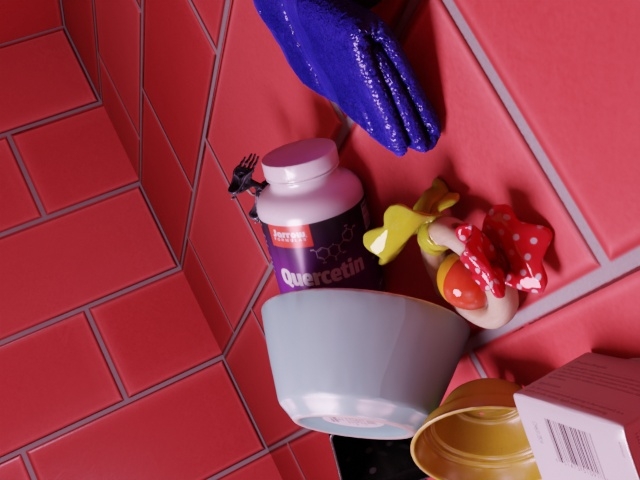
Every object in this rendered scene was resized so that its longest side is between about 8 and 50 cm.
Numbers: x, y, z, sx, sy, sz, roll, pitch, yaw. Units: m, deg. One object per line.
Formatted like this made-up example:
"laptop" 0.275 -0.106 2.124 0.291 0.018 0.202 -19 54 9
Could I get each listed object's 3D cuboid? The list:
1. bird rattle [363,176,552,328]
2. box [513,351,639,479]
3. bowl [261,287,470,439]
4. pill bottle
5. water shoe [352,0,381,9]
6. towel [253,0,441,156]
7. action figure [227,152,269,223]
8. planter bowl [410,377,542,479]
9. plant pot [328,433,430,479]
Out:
"bird rattle" 0.196 0.025 1.032 0.254 0.143 0.206 23 147 45
"box" 0.327 0.231 0.852 0.181 0.119 0.181 69 161 -8
"bowl" 0.058 0.194 1.168 0.311 0.312 0.163 119 160 -66
"pill bottle" 0.000 0.000 1.352 0.181 0.182 0.322 32 142 58
"water shoe" 0.057 -0.369 0.985 0.203 0.073 0.080 104 167 -64
"towel" 0.021 -0.243 1.075 0.227 0.076 0.308 51 175 -41
"action figure" -0.055 -0.049 1.524 0.164 0.141 0.275 41 176 36
"planter bowl" 0.233 0.252 1.098 0.217 0.217 0.090 87 -173 -45
"plant pot" 0.099 0.356 1.529 0.167 0.188 0.187 -120 15 -59
